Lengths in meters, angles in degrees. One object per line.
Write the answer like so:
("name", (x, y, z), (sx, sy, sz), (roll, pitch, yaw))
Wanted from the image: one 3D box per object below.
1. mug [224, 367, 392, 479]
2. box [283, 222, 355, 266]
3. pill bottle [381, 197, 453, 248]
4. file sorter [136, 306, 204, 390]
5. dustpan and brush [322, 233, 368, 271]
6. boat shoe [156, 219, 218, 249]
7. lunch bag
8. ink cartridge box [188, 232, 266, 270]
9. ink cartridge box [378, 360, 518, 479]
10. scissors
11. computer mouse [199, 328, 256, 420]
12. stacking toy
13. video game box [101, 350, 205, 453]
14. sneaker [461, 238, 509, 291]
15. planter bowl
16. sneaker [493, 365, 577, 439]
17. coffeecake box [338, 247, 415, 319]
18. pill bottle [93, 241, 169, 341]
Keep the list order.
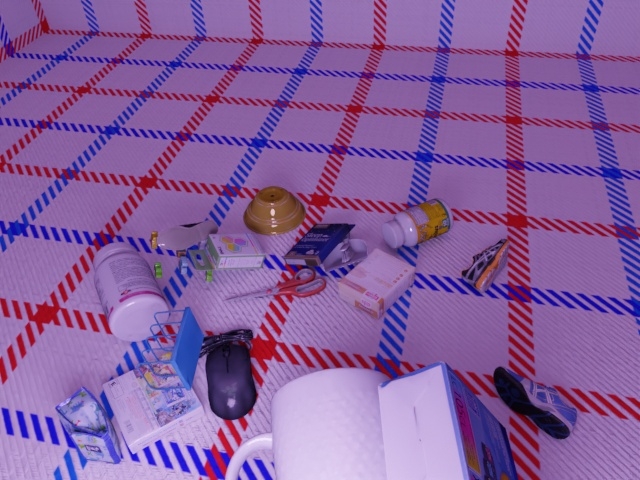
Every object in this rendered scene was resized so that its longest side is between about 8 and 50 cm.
("mug", (0.000, 0.466, 1.126), (0.375, 0.276, 0.327), (-5, 49, -5))
("box", (0.000, 0.000, 1.802), (0.137, 0.036, 0.225), (0, 34, 40))
("pill bottle", (0.303, -0.049, 1.807), (0.209, 0.117, 0.117), (-21, 44, -19))
("file sorter", (-0.371, 0.271, 1.422), (0.105, 0.118, 0.170), (-7, 40, 9))
("dustpan and brush", (0.081, 0.020, 1.779), (0.147, 0.060, 0.211), (-20, 11, 13))
("boat shoe", (-0.416, -0.014, 1.767), (0.206, 0.075, 0.065), (-19, 6, -39))
("lunch bag", (-0.518, 0.434, 1.309), (0.151, 0.128, 0.096), (28, 50, 28))
("ink cartridge box", (-0.284, 0.034, 1.745), (0.209, 0.062, 0.109), (-1, 37, -30))
("ink cartridge box", (0.273, 0.447, 1.094), (0.151, 0.395, 0.269), (-23, 43, 21))
("scissors", (-0.130, 0.154, 1.681), (0.297, 0.021, 0.109), (-19, 45, -19))
("computer mouse", (-0.242, 0.326, 1.455), (0.189, 0.072, 0.272), (-13, 42, -12))
("stacking toy", (-0.425, 0.053, 1.747), (0.167, 0.052, 0.221), (4, 35, -24))
("video game box", (-0.413, 0.391, 1.412), (0.187, 0.048, 0.205), (-26, 46, -21))
("sneaker", (0.495, 0.060, 1.700), (0.083, 0.084, 0.215), (22, 48, 33))
("planter bowl", (-0.160, -0.121, 1.945), (0.217, 0.090, 0.217), (-2, 41, 1))
("sneaker", (0.503, 0.372, 1.354), (0.081, 0.080, 0.211), (-29, 56, -34))
("coffeecake box", (0.163, 0.122, 1.660), (0.142, 0.068, 0.185), (28, 50, 31))
("pill bottle", (-0.546, 0.137, 1.626), (0.161, 0.160, 0.283), (-22, 45, -19))
